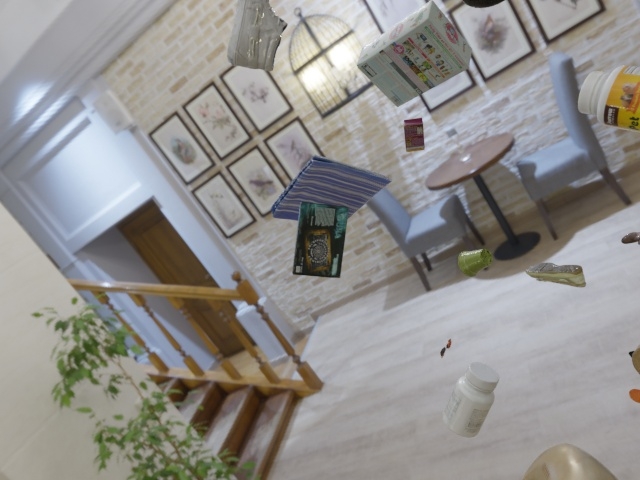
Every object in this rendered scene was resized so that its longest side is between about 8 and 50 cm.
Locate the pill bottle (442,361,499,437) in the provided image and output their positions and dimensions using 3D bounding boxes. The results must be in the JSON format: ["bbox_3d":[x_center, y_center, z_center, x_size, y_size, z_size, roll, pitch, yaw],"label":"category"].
[{"bbox_3d":[0.507,0.530,1.622,0.131,0.131,0.230,-68,-6,-67],"label":"pill bottle"}]

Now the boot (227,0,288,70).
[{"bbox_3d":[-0.136,-0.537,1.160,0.095,0.123,0.259,-99,21,-83],"label":"boot"}]

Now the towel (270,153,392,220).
[{"bbox_3d":[0.017,-0.123,1.409,0.336,0.243,0.040,138,139,-56],"label":"towel"}]

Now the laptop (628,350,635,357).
[{"bbox_3d":[1.047,0.363,1.329,0.264,0.234,0.137,-1,-41,-27],"label":"laptop"}]

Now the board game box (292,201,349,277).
[{"bbox_3d":[0.000,0.000,1.234,0.126,0.187,0.026,6,8,-9],"label":"board game box"}]

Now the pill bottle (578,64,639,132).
[{"bbox_3d":[0.618,-0.266,0.920,0.117,0.117,0.214,-40,44,-23],"label":"pill bottle"}]

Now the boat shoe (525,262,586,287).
[{"bbox_3d":[0.566,0.086,1.173,0.056,0.048,0.153,-29,12,-26],"label":"boat shoe"}]

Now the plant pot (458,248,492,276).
[{"bbox_3d":[0.479,0.060,1.477,0.083,0.083,0.079,-44,4,-33],"label":"plant pot"}]

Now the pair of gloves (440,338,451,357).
[{"bbox_3d":[0.567,0.486,2.188,0.010,0.074,0.083,31,64,34],"label":"pair of gloves"}]

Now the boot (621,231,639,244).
[{"bbox_3d":[1.116,0.001,1.702,0.106,0.037,0.114,-28,3,35],"label":"boot"}]

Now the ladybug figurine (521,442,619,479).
[{"bbox_3d":[0.392,0.566,0.791,0.305,0.161,0.450,-19,-53,-78],"label":"ladybug figurine"}]

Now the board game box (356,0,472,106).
[{"bbox_3d":[0.306,-0.603,1.602,0.303,0.224,0.098,-17,48,47],"label":"board game box"}]

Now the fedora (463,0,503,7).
[{"bbox_3d":[0.615,-0.946,1.744,0.333,0.153,0.334,-10,-6,-1],"label":"fedora"}]

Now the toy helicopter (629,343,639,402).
[{"bbox_3d":[0.940,0.382,1.180,0.140,0.355,0.235,-33,-29,-37],"label":"toy helicopter"}]

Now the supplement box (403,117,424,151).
[{"bbox_3d":[0.265,-0.299,1.373,0.054,0.083,0.043,-4,37,11],"label":"supplement box"}]
